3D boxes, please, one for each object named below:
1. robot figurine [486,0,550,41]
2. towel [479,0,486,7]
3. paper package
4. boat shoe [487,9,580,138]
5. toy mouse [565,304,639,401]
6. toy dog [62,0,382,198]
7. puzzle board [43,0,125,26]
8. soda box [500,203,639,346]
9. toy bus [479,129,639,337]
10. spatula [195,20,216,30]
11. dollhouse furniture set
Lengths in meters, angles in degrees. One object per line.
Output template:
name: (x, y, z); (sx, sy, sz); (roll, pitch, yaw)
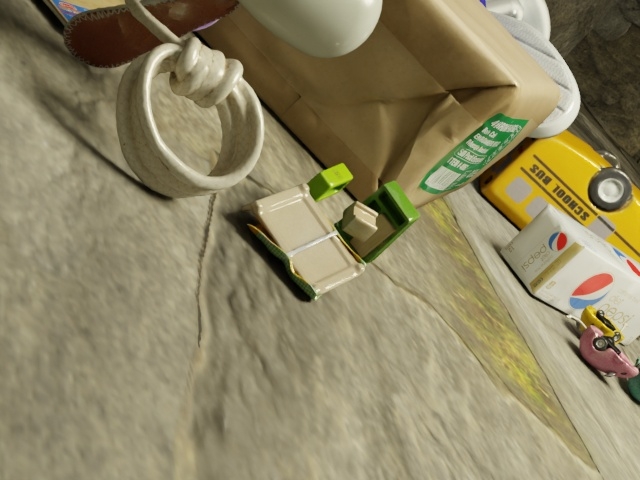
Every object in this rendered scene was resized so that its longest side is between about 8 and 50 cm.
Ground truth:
robot figurine: (0.220, -0.332, 1.799); (0.353, 0.200, 0.300); (-94, 172, -66)
towel: (0.114, -0.370, 1.317); (0.227, 0.076, 0.308); (51, -20, 40)
paper package: (0.054, -0.187, 1.139); (0.309, 0.168, 0.325); (46, 16, 8)
boat shoe: (0.178, -0.204, 1.448); (0.335, 0.121, 0.119); (40, -11, 37)
toy mouse: (0.291, 0.121, 1.182); (0.161, 0.031, 0.143); (25, 25, -46)
toy dog: (-0.139, -0.193, 0.735); (0.333, 0.220, 0.161); (45, -16, -24)
puzzle board: (-0.165, -0.168, 0.859); (0.096, 0.011, 0.128); (51, 19, 17)
soda box: (0.283, 0.040, 1.281); (0.216, 0.074, 0.069); (26, 24, -46)
toy bus: (0.351, -0.002, 1.438); (0.332, 0.130, 0.108); (42, 16, -8)
spatula: (-0.176, -0.282, 1.031); (0.296, 0.084, 0.030); (44, -6, 24)
dollhouse furniture set: (0.000, 0.000, 0.819); (0.076, 0.058, 0.151); (54, 38, 8)
